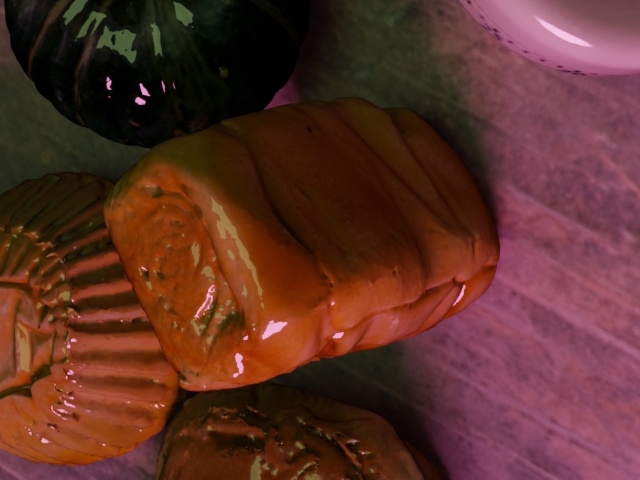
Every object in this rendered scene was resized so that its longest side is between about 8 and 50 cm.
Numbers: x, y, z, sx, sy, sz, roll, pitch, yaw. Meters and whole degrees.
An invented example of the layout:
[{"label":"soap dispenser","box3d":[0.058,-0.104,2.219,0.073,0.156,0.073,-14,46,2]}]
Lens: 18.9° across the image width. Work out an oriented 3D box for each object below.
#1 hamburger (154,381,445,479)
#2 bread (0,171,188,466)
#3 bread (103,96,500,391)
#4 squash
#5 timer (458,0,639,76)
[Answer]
[{"label":"hamburger","box3d":[-0.022,0.245,1.401,0.265,0.134,0.285,13,101,25]},{"label":"bread","box3d":[-0.203,0.060,1.464,0.240,0.139,0.240,0,90,35]},{"label":"bread","box3d":[0.000,0.000,1.263,0.132,0.294,0.167,-46,72,31]},{"label":"squash","box3d":[-0.115,-0.167,1.366,0.218,0.218,0.172,28,151,23]},{"label":"timer","box3d":[0.186,-0.217,1.161,0.233,0.240,0.234,1,88,-13]}]
